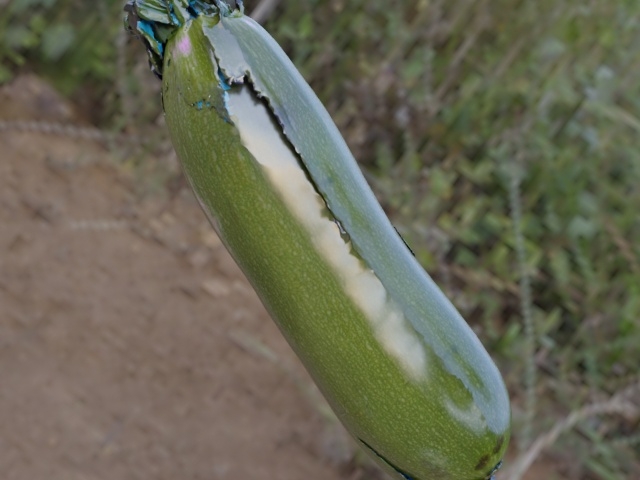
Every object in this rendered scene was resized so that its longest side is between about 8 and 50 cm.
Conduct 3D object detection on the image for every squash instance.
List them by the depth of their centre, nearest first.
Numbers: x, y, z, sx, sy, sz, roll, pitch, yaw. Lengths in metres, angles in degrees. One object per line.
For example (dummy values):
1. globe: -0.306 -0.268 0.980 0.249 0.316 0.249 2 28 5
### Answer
1. squash: 0.000 0.000 0.590 0.183 0.052 0.052 59 -11 -8
